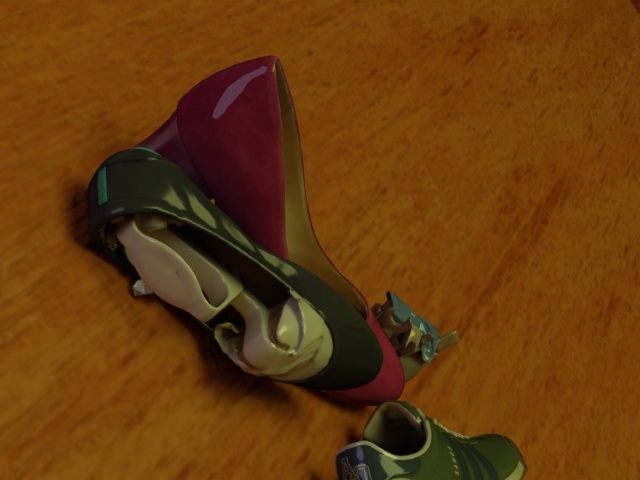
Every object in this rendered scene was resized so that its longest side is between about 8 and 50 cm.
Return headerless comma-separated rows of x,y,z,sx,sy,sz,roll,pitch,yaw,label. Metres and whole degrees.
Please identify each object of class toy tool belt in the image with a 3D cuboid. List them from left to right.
0.050,0.056,1.000,0.083,0.051,0.052,38,31,-36,toy tool belt

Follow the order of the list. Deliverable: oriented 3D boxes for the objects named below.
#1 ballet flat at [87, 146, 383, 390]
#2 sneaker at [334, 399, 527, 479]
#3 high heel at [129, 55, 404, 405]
-0.047,0.032,0.825,0.203,0.074,0.074,41,28,-19,ballet flat
0.066,0.132,0.921,0.086,0.064,0.192,64,27,1,sneaker
0.000,0.000,0.892,0.244,0.117,0.082,48,26,-21,high heel
